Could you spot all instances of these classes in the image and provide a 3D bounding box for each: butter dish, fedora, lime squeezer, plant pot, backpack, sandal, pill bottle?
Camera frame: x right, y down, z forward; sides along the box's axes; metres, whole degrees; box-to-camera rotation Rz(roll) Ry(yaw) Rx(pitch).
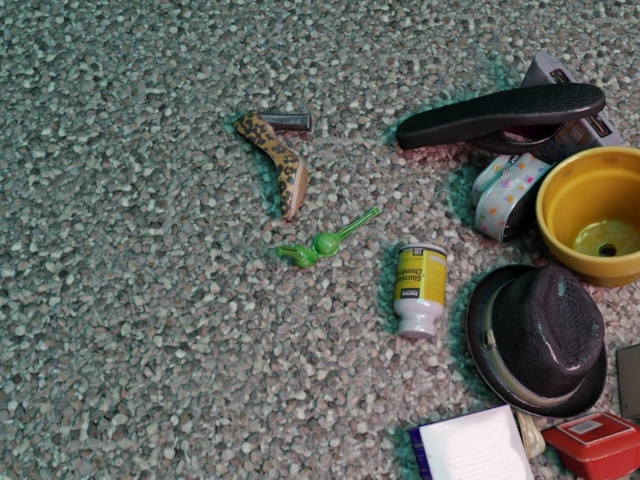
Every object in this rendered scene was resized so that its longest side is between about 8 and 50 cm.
[{"bbox_3d":[0.528,0.408,1.133,0.160,0.160,0.118,-15,94,-9],"label":"butter dish"},{"bbox_3d":[0.449,0.169,1.170,0.334,0.152,0.334,5,59,-8],"label":"fedora"},{"bbox_3d":[0.000,0.000,1.273,0.310,0.110,0.059,-22,51,-42],"label":"lime squeezer"},{"bbox_3d":[0.579,-0.021,1.206,0.254,0.239,0.254,-12,58,21],"label":"plant pot"},{"bbox_3d":[0.405,-0.093,1.289,0.144,0.166,0.188,30,68,24],"label":"backpack"},{"bbox_3d":[0.378,-0.245,1.283,0.446,0.107,0.167,-3,34,39],"label":"sandal"},{"bbox_3d":[0.205,0.105,1.236,0.103,0.103,0.184,8,69,0],"label":"pill bottle"}]

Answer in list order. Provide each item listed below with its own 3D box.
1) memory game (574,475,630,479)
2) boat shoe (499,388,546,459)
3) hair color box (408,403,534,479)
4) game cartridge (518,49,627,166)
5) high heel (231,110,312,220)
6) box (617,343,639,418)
[{"bbox_3d":[0.556,0.532,1.145,0.186,0.012,0.186,1,69,-2],"label":"memory game"},{"bbox_3d":[0.386,0.353,1.181,0.048,0.056,0.153,-21,79,-15],"label":"boat shoe"},{"bbox_3d":[0.302,0.493,1.098,0.185,0.110,0.339,-11,69,-8],"label":"hair color box"},{"bbox_3d":[0.543,-0.253,1.334,0.062,0.198,0.297,-25,70,-13],"label":"game cartridge"},{"bbox_3d":[-0.123,-0.168,1.342,0.186,0.093,0.261,3,72,11],"label":"high heel"},{"bbox_3d":[0.770,0.292,1.186,0.311,0.121,0.148,5,71,-1],"label":"box"}]
